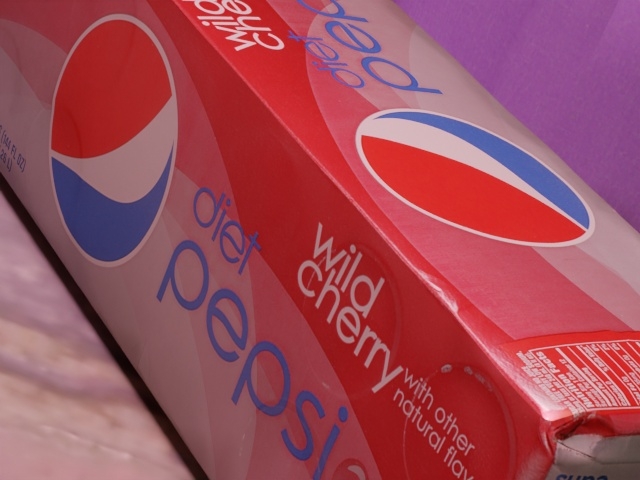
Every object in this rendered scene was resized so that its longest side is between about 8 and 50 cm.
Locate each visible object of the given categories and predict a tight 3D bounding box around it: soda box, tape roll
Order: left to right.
[{"bbox_3d":[0.000,0.000,0.492,0.083,0.092,0.263,2,33,-36],"label":"soda box"},{"bbox_3d":[0.155,-0.084,0.774,0.274,0.090,0.275,18,26,-9],"label":"tape roll"}]
